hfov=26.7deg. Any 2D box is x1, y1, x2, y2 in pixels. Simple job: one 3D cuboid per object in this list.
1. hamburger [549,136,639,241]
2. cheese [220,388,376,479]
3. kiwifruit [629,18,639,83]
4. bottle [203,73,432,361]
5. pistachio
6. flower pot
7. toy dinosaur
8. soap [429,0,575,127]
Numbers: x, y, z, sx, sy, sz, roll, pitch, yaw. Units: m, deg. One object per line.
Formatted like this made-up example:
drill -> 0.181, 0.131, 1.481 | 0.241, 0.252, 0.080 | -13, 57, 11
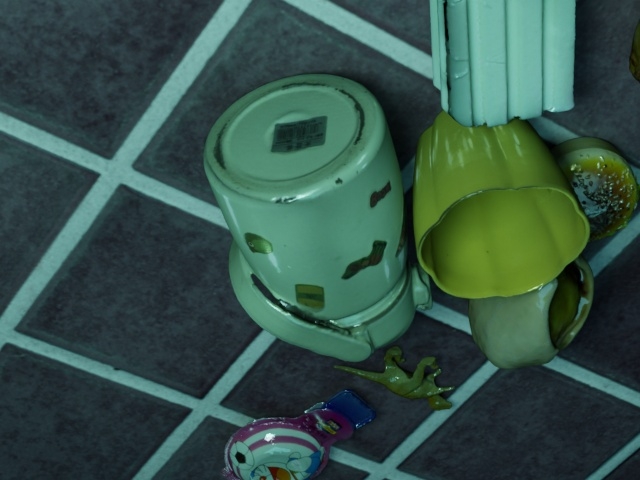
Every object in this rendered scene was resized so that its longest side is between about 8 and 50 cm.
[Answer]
hamburger -> 0.324, -0.056, 1.637 | 0.126, 0.081, 0.141 | -21, 130, 10
cheese -> -0.035, 0.288, 1.909 | 0.244, 0.062, 0.155 | -33, 126, 19
kiwifruit -> 0.450, -0.207, 1.447 | 0.234, 0.196, 0.196 | -6, 132, 7
bottle -> 0.000, 0.000, 1.567 | 0.229, 0.229, 0.352 | -14, 135, 5
pistachio -> 0.262, 0.077, 1.701 | 0.153, 0.138, 0.238 | 39, 150, 3
flower pot -> 0.191, -0.059, 1.543 | 0.195, 0.179, 0.195 | -6, 139, -5
toy dinosaur -> 0.105, 0.201, 1.867 | 0.162, 0.039, 0.126 | -8, 134, 1
soap -> 0.192, -0.255, 1.441 | 0.150, 0.094, 0.261 | -11, 131, -5
